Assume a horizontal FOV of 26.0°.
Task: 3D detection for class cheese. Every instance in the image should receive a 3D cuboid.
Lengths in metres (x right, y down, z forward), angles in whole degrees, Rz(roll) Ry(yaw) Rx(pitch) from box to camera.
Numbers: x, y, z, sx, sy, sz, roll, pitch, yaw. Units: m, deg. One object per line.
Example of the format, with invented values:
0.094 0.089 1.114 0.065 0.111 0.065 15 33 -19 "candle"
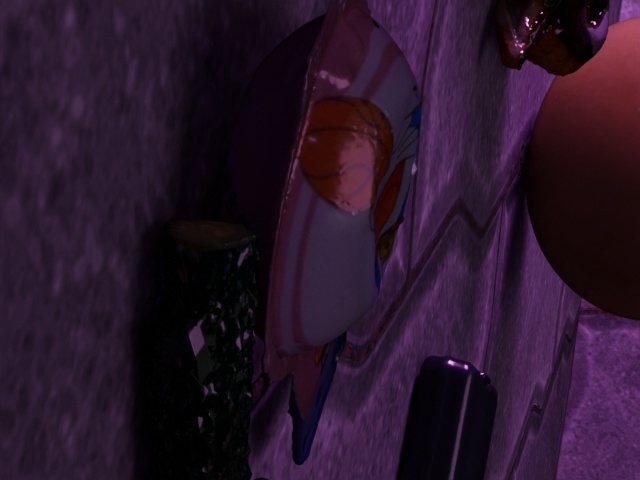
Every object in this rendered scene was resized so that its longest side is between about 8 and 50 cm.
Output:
0.000 0.000 0.668 0.286 0.074 0.189 91 16 -48 "cheese"

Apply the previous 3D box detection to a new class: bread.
0.219 -0.233 1.356 0.269 0.095 0.139 -7 104 -60 "bread"

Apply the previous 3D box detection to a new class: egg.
0.401 -0.086 1.689 0.301 0.301 0.374 -44 137 -67 "egg"

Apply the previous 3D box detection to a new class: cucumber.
-0.053 0.114 0.592 0.044 0.043 0.257 -52 148 -64 "cucumber"

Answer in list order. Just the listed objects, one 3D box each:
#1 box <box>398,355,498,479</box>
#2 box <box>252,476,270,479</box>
0.118 0.196 1.272 0.230 0.050 0.160 43 57 -72 "box"
-0.040 0.275 0.533 0.200 0.106 0.300 -30 127 -54 "box"
